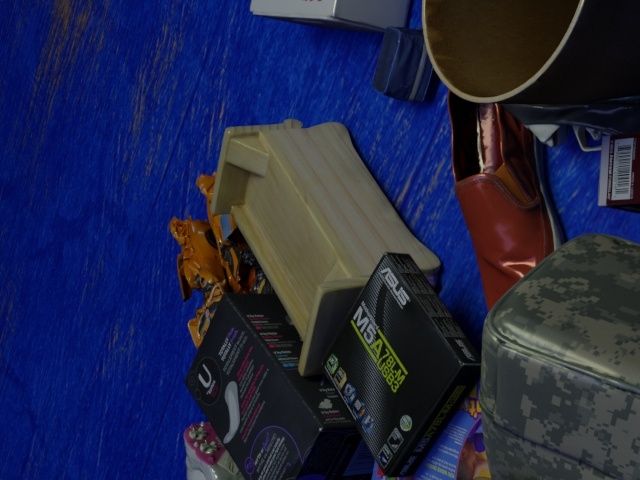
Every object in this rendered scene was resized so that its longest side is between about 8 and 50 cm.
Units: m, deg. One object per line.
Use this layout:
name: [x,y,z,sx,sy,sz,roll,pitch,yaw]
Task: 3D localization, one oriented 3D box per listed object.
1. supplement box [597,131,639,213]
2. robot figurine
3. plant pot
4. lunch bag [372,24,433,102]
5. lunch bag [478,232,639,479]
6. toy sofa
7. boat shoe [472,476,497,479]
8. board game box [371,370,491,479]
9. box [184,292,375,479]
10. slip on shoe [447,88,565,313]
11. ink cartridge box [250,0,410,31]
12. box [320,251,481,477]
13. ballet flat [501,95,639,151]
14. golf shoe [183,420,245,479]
supplement box: [0.382,-0.062,1.195,0.239,0.130,0.073,-1,82,56]
robot figurine: [-0.149,0.050,1.971,0.211,0.085,0.291,-54,37,36]
plant pot: [0.268,-0.231,1.286,0.237,0.254,0.237,-14,73,54]
lunch bag: [0.113,-0.228,1.694,0.067,0.065,0.098,-128,51,-67]
lunch bag: [0.293,0.169,1.156,0.305,0.212,0.256,21,128,33]
toy sofa: [0.000,0.000,1.750,0.362,0.177,0.150,58,145,42]
boat shoe: [0.242,0.301,1.094,0.302,0.109,0.098,23,74,21]
board game box: [0.192,0.259,1.467,0.347,0.078,0.233,14,95,56]
box: [-0.041,0.212,1.744,0.270,0.143,0.165,51,125,39]
slip on shoe: [0.199,-0.043,1.496,0.123,0.101,0.331,-22,67,51]
ink cartridge box: [0.033,-0.443,1.795,0.223,0.129,0.307,18,99,56]
box: [0.090,0.142,1.527,0.191,0.045,0.184,58,133,39]
ballet flat: [0.269,-0.130,1.416,0.203,0.074,0.074,10,93,40]
golf shoe: [-0.119,0.390,1.904,0.306,0.115,0.140,-124,40,-53]
